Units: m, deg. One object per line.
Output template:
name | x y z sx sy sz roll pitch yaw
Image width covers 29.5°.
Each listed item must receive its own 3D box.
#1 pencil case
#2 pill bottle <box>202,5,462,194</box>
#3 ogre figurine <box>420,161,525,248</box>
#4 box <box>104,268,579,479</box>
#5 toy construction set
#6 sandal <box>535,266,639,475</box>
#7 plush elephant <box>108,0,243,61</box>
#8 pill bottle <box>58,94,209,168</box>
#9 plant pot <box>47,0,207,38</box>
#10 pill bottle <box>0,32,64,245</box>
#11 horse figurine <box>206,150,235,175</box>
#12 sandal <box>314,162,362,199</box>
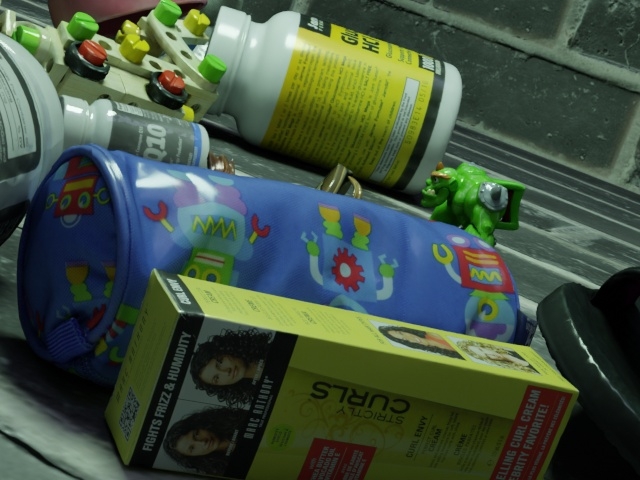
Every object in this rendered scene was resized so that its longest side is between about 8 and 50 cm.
pencil case | -0.021 0.035 0.715 0.306 0.133 0.119 12 -29 -34
pill bottle | 0.005 -0.194 1.625 0.334 0.188 0.188 17 12 -9
ogre figurine | 0.138 -0.011 1.167 0.097 0.118 0.197 21 11 11
box | 0.014 0.083 0.624 0.232 0.087 0.058 14 15 -27
toy construction set | -0.250 -0.205 1.369 0.327 0.151 0.215 3 43 -31
sandal | 0.257 0.071 0.873 0.167 0.107 0.446 49 18 9
plush elephant | -0.242 -0.321 1.774 0.255 0.272 0.330 -31 2 -28
pill bottle | -0.178 -0.084 1.104 0.137 0.078 0.078 13 13 -26
plant pot | -0.261 -0.365 1.553 0.201 0.180 0.201 -14 5 1
pill bottle | -0.240 -0.048 0.635 0.162 0.162 0.278 19 11 2
horse figurine | 0.000 0.000 1.026 0.263 0.066 0.174 21 12 12
sandal | 0.016 -0.041 1.276 0.049 0.072 0.180 41 9 3
